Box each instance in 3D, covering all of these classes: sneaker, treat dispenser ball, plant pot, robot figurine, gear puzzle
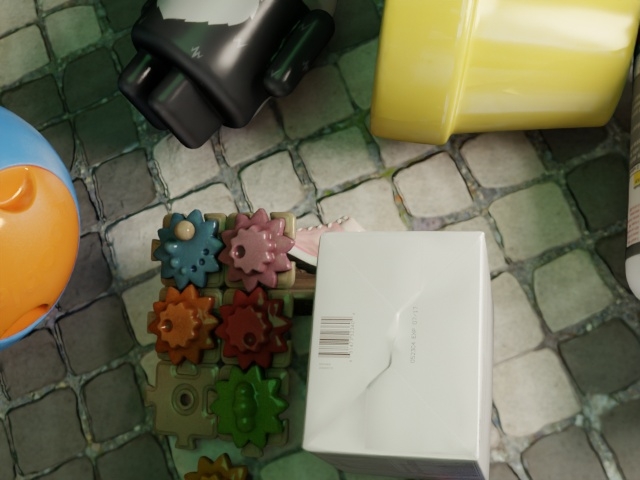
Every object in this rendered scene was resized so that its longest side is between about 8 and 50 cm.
[{"bbox_3d":[-0.060,0.039,0.957,0.188,0.066,0.071,1,70,12],"label":"sneaker"},{"bbox_3d":[-0.401,-0.013,0.931,0.288,0.288,0.288,-4,69,11],"label":"treat dispenser ball"},{"bbox_3d":[0.186,-0.215,0.907,0.239,0.254,0.254,9,72,6],"label":"plant pot"},{"bbox_3d":[-0.104,-0.244,1.012,0.209,0.173,0.278,39,82,-5],"label":"robot figurine"},{"bbox_3d":[-0.114,0.135,0.908,0.175,0.044,0.339,0,86,23],"label":"gear puzzle"},{"bbox_3d":[0.000,0.000,0.969,0.134,0.051,0.070,21,74,15],"label":"sneaker"}]

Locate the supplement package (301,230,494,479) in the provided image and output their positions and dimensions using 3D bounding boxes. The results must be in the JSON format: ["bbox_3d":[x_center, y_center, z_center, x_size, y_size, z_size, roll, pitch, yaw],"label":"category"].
[{"bbox_3d":[0.082,0.116,0.824,0.149,0.203,0.194,1,70,13],"label":"supplement package"}]

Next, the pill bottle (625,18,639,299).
[{"bbox_3d":[0.386,-0.039,0.799,0.210,0.210,0.363,4,80,14],"label":"pill bottle"}]
